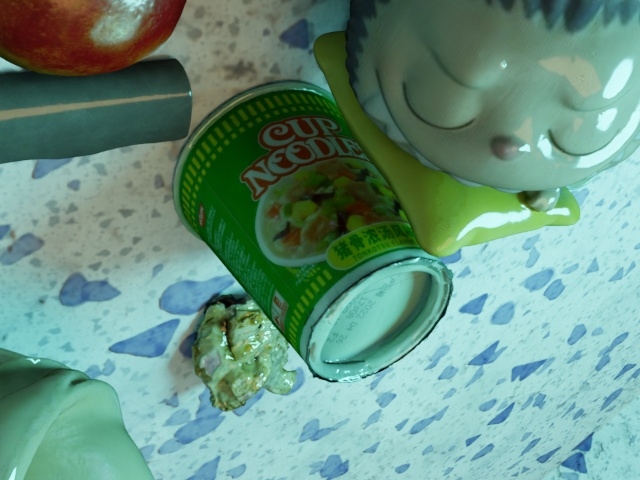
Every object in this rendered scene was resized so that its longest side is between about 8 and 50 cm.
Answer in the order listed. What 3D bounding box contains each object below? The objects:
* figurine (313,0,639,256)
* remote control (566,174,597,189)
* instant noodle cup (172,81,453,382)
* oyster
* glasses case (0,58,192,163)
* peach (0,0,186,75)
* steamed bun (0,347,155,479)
[{"bbox_3d":[0.212,-0.205,0.551,0.361,0.266,0.377,-31,166,-37],"label":"figurine"},{"bbox_3d":[0.303,-0.138,0.926,0.087,0.047,0.244,-48,140,8],"label":"remote control"},{"bbox_3d":[0.000,0.000,0.679,0.207,0.232,0.207,-21,139,-20],"label":"instant noodle cup"},{"bbox_3d":[-0.073,0.140,0.889,0.163,0.081,0.191,-49,144,7],"label":"oyster"},{"bbox_3d":[-0.198,-0.100,0.586,0.191,0.042,0.072,-13,143,-28],"label":"glasses case"},{"bbox_3d":[-0.167,-0.166,0.495,0.151,0.151,0.118,-37,97,-2],"label":"peach"},{"bbox_3d":[-0.317,0.222,0.644,0.368,0.255,0.342,-4,157,3],"label":"steamed bun"}]
